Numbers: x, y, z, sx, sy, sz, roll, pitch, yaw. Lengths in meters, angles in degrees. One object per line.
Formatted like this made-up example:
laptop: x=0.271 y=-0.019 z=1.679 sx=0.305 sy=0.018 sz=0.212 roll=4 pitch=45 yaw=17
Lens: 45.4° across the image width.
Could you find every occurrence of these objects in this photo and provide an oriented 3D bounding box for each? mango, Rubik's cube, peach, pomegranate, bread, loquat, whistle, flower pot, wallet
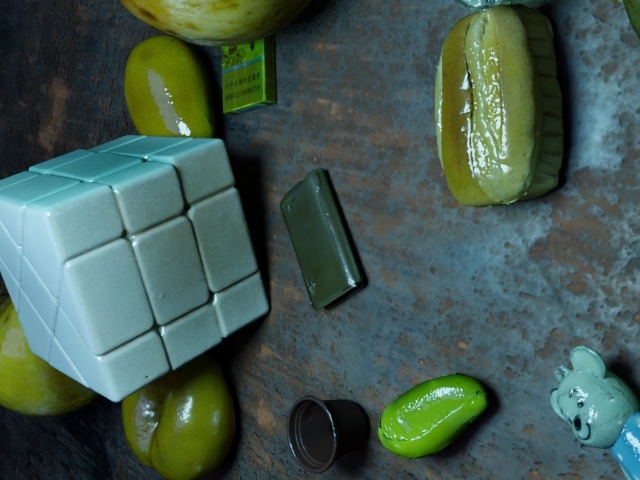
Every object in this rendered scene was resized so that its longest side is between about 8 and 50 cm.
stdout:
mango: x=0.147 y=0.225 z=0.984 sx=0.165 sy=0.074 sz=0.091 roll=-31 pitch=61 yaw=30
Rubik's cube: x=-0.323 y=0.022 z=1.255 sx=0.321 sy=0.315 sz=0.319 roll=10 pitch=120 yaw=46
peach: x=-0.253 y=0.302 z=1.367 sx=0.251 sy=0.153 sz=0.251 roll=9 pitch=103 yaw=44
pomegranate: x=-0.121 y=-0.456 z=1.094 sx=0.410 sy=0.410 sz=0.411 roll=0 pitch=90 yaw=48
bread: x=0.204 y=-0.157 z=0.896 sx=0.140 sy=0.106 sz=0.237 roll=-8 pitch=84 yaw=49
loquat: x=-0.513 y=0.208 z=1.551 sx=0.328 sy=0.359 sz=0.328 roll=-36 pitch=26 yaw=21
whistle: x=0.329 y=0.214 z=0.783 sx=0.236 sy=0.077 sz=0.114 roll=46 pitch=141 yaw=34
flower pot: x=0.018 y=0.274 z=1.110 sx=0.111 sy=0.089 sz=0.111 roll=0 pitch=90 yaw=49
wallet: x=0.000 y=0.000 z=1.173 sx=0.110 sy=0.031 sz=0.198 roll=-38 pitch=62 yaw=41
mango: x=-0.273 y=-0.246 z=1.396 sx=0.175 sy=0.139 sz=0.255 roll=-25 pitch=78 yaw=52

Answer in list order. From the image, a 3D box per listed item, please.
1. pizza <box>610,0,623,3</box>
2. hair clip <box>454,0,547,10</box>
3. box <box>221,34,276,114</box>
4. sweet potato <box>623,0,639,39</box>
pizza: x=0.332 y=-0.410 z=0.786 sx=0.287 sy=0.075 sz=0.280 roll=-35 pitch=69 yaw=40
hair clip: x=0.148 y=-0.369 z=0.912 sx=0.321 sy=0.138 sz=0.091 roll=49 pitch=142 yaw=42
box: x=-0.126 y=-0.322 z=1.312 sx=0.121 sy=0.030 sz=0.193 roll=-3 pitch=87 yaw=47
sweet potato: x=0.397 y=-0.144 z=0.671 sx=0.130 sy=0.130 sz=0.423 roll=-46 pitch=59 yaw=37
